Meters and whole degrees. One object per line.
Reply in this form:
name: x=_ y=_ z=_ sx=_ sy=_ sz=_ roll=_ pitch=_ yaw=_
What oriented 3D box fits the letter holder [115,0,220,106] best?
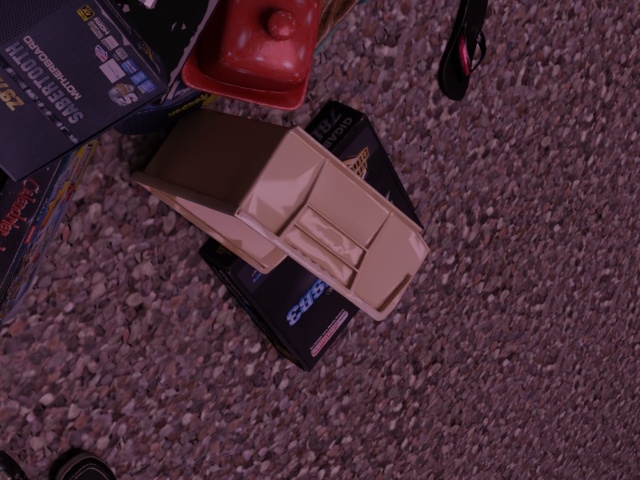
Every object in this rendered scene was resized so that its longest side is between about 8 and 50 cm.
letter holder: x=-0.180 y=-0.316 z=1.298 sx=0.152 sy=0.214 sz=0.301 roll=29 pitch=91 yaw=-21

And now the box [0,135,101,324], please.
box: x=-0.317 y=-0.019 z=1.321 sx=0.233 sy=0.044 sz=0.159 roll=-64 pitch=-179 yaw=3

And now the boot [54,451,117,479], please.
boot: x=-0.250 y=0.392 z=1.623 sx=0.085 sy=0.179 sz=0.236 roll=-41 pitch=139 yaw=-25

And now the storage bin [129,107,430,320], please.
storage bin: x=-0.045 y=-0.035 z=1.465 sx=0.260 sy=0.262 sz=0.123 roll=38 pitch=79 yaw=-34

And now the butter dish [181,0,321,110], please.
butter dish: x=-0.062 y=-0.240 z=1.397 sx=0.160 sy=0.118 sz=0.160 roll=11 pitch=89 yaw=-24

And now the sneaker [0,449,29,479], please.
sneaker: x=-0.389 y=0.373 z=1.539 sx=0.122 sy=0.110 sz=0.283 roll=-31 pitch=134 yaw=-9

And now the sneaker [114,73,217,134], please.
sneaker: x=-0.186 y=-0.172 z=1.444 sx=0.144 sy=0.059 sz=0.053 roll=-28 pitch=163 yaw=-21

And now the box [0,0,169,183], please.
box: x=-0.278 y=-0.183 z=1.128 sx=0.183 sy=0.059 sz=0.232 roll=-29 pitch=129 yaw=11

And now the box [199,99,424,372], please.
box: x=0.000 y=0.000 z=1.755 sx=0.295 sy=0.073 sz=0.293 roll=-49 pitch=141 yaw=-14

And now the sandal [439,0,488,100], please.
sandal: x=0.224 y=-0.293 z=1.847 sx=0.067 sy=0.040 sz=0.179 roll=-10 pitch=120 yaw=-46

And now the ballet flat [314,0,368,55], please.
ballet flat: x=0.001 y=-0.325 z=1.534 sx=0.342 sy=0.116 sz=0.124 roll=-45 pitch=121 yaw=-15
